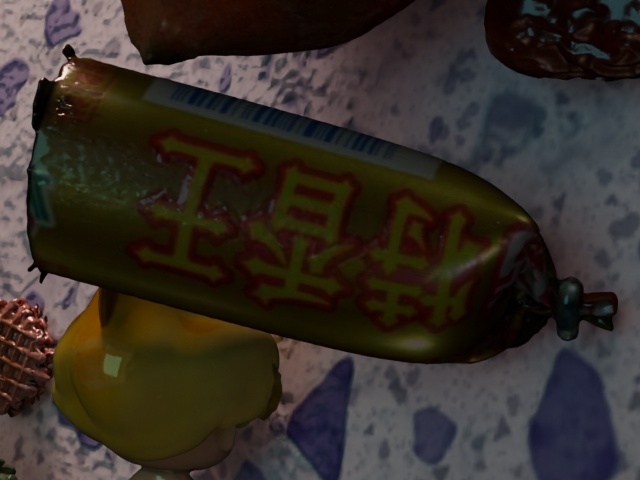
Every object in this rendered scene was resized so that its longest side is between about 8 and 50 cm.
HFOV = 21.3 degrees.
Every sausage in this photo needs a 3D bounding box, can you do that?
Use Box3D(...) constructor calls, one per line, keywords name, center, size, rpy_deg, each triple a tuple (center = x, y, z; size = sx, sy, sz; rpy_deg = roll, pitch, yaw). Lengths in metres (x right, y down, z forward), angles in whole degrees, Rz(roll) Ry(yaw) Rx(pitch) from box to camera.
Box3D(name="sausage", center=(-0.001, 0.002, 0.896), size=(0.317, 0.117, 0.125), rpy_deg=(17, 120, 7))

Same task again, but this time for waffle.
Box3D(name="waffle", center=(-0.213, 0.082, 1.175), size=(0.075, 0.029, 0.083), rpy_deg=(-40, 59, 27))

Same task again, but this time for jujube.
Box3D(name="jujube", center=(0.146, -0.121, 0.883), size=(0.129, 0.077, 0.077), rpy_deg=(3, 82, 36))

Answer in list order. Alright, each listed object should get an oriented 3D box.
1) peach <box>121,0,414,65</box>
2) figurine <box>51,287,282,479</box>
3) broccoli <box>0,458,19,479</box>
Box3D(name="peach", center=(-0.029, -0.201, 0.942), size=(0.232, 0.232, 0.257), rpy_deg=(7, 71, 42))
Box3D(name="figurine", center=(-0.096, 0.112, 1.013), size=(0.156, 0.131, 0.246), rpy_deg=(0, 93, 28))
Box3D(name="broccoli", center=(-0.317, 0.210, 1.089), size=(0.263, 0.243, 0.247), rpy_deg=(4, 96, 47))
